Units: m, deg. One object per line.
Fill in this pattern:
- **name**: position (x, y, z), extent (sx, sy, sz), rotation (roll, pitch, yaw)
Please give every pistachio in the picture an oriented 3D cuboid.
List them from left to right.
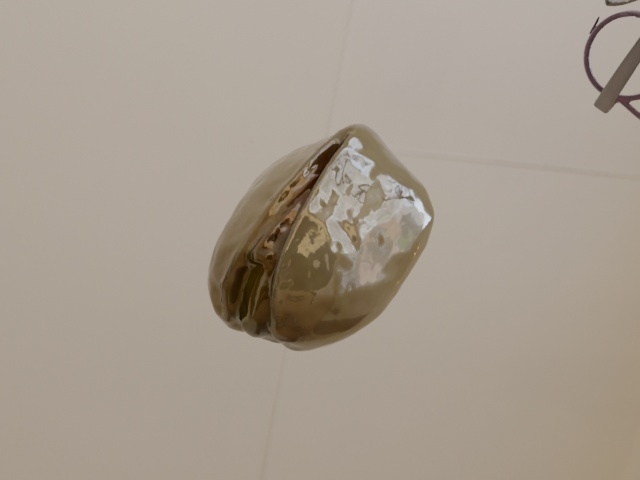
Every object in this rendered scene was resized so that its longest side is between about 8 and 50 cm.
- **pistachio**: position (0.000, 0.000, 0.491), extent (0.113, 0.149, 0.113), rotation (14, -55, 20)

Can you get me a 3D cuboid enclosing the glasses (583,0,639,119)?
- **glasses**: position (0.193, -0.130, 0.479), extent (0.062, 0.104, 0.140), rotation (39, -74, 9)
